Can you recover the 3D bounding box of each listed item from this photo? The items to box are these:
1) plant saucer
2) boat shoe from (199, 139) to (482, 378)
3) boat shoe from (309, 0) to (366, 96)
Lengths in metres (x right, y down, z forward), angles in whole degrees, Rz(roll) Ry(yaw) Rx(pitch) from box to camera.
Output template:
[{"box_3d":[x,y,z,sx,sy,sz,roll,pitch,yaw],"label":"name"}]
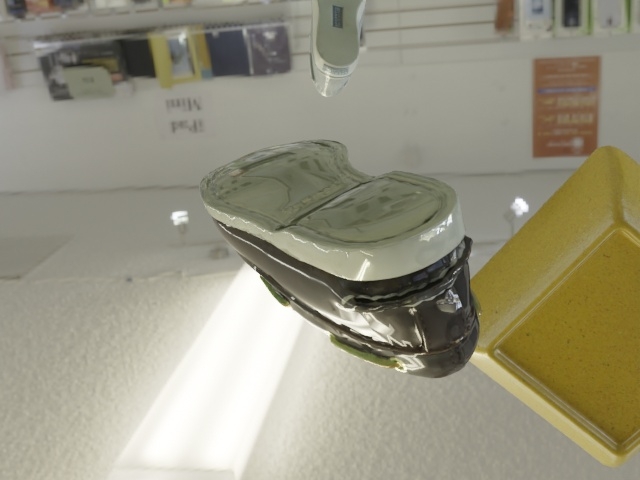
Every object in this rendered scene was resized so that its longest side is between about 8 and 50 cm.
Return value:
[{"box_3d":[0.361,0.110,1.079,0.333,0.333,0.081,37,-157,-7],"label":"plant saucer"},{"box_3d":[0.000,0.000,0.428,0.081,0.069,0.228,-25,-158,-14],"label":"boat shoe"},{"box_3d":[0.017,-0.290,1.189,0.079,0.081,0.228,12,-126,-9],"label":"boat shoe"}]
